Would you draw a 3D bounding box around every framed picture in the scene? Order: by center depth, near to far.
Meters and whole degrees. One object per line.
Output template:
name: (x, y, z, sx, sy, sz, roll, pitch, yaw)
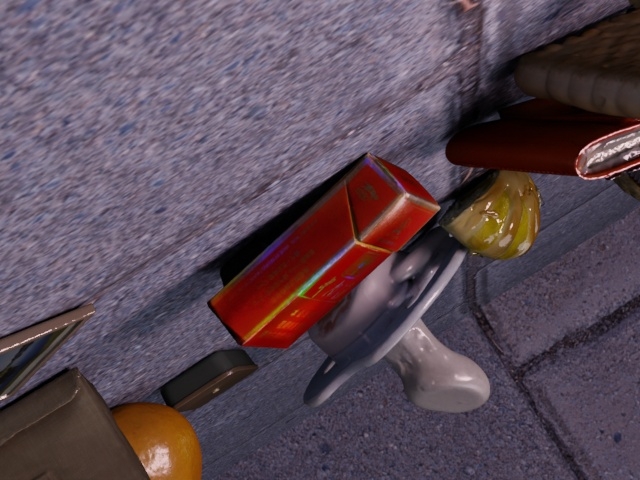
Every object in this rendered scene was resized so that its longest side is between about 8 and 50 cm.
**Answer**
framed picture: (-0.230, 0.095, 1.109, 0.109, 0.011, 0.149, -24, 169, -43)

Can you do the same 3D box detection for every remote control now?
remote control: (0.000, 0.000, 1.347, 0.063, 0.025, 0.245, -39, 169, 29)

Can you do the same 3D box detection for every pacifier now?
pacifier: (0.106, 0.108, 1.745, 0.227, 0.207, 0.279, -48, -176, -40)

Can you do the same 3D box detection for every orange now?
orange: (-0.194, 0.241, 1.634, 0.159, 0.136, 0.159, -32, 174, -3)

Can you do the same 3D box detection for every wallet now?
wallet: (0.204, -0.087, 1.259, 0.142, 0.045, 0.204, -20, -167, -21)

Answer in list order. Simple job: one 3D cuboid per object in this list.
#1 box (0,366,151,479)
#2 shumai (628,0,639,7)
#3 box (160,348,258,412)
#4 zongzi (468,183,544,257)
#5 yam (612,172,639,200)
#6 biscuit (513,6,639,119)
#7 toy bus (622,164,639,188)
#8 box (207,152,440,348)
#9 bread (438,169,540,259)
box: (-0.255, 0.231, 1.317, 0.231, 0.149, 0.155, -31, 172, -9)
shumai: (0.276, -0.173, 1.056, 0.145, 0.116, 0.145, -33, 171, -6)
box: (-0.121, 0.152, 1.738, 0.091, 0.031, 0.126, -34, 172, 9)
zongzi: (0.209, -0.038, 1.803, 0.109, 0.055, 0.119, -37, -178, 20)
yam: (0.421, -0.150, 1.568, 0.168, 0.168, 0.304, -26, 167, -37)
biscuit: (0.323, -0.155, 1.202, 0.325, 0.044, 0.217, -28, -150, -35)
toy bus: (0.335, -0.128, 1.409, 0.136, 0.126, 0.209, -38, 158, -17)
box: (0.006, 0.013, 1.245, 0.175, 0.048, 0.112, -43, 164, 11)
bread: (0.186, -0.025, 1.659, 0.083, 0.094, 0.157, -33, 164, 31)
